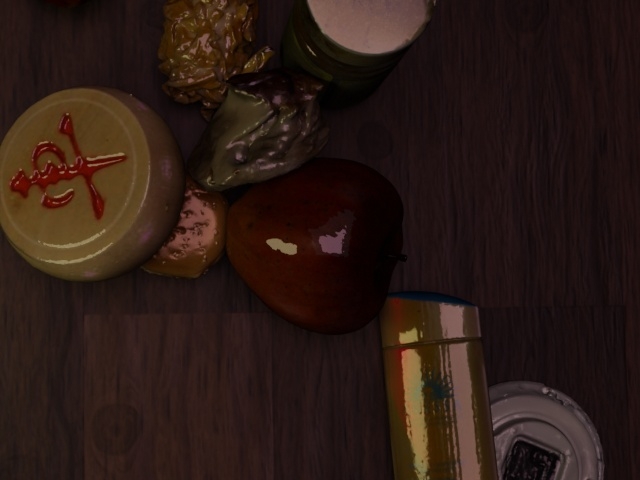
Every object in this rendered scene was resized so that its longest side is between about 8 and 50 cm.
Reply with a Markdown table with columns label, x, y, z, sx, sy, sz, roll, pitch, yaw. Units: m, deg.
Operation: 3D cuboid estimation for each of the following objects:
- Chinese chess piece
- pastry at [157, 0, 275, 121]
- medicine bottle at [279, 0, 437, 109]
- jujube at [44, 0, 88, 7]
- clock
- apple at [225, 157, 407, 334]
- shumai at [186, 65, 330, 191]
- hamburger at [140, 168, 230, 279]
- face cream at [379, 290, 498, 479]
| label | x | y | z | sx | sy | sz | roll | pitch | yaw |
| --- | --- | --- | --- | --- | --- | --- | --- | --- | --- |
| Chinese chess piece | -0.293 | -0.072 | 1.369 | 0.251 | 0.097 | 0.250 | -3 | 80 | 18 |
| pastry | -0.138 | -0.290 | 1.452 | 0.154 | 0.102 | 0.249 | 1 | 83 | -5 |
| medicine bottle | 0.035 | -0.264 | 1.361 | 0.151 | 0.322 | 0.151 | 1 | 85 | -8 |
| jujube | -0.327 | -0.424 | 1.415 | 0.155 | 0.155 | 0.230 | 13 | 85 | -6 |
| clock | 0.281 | 0.309 | 1.477 | 0.237 | 0.053 | 0.236 | 1 | 86 | -8 |
| apple | 0.001 | -0.002 | 1.394 | 0.234 | 0.234 | 0.233 | 1 | 85 | -8 |
| shumai | -0.084 | -0.150 | 1.369 | 0.201 | 0.201 | 0.120 | -23 | 117 | -9 |
| hamburger | -0.183 | -0.023 | 1.432 | 0.138 | 0.083 | 0.147 | 8 | 88 | -6 |
| face cream | 0.155 | 0.205 | 1.445 | 0.139 | 0.067 | 0.285 | -8 | 81 | 19 |
